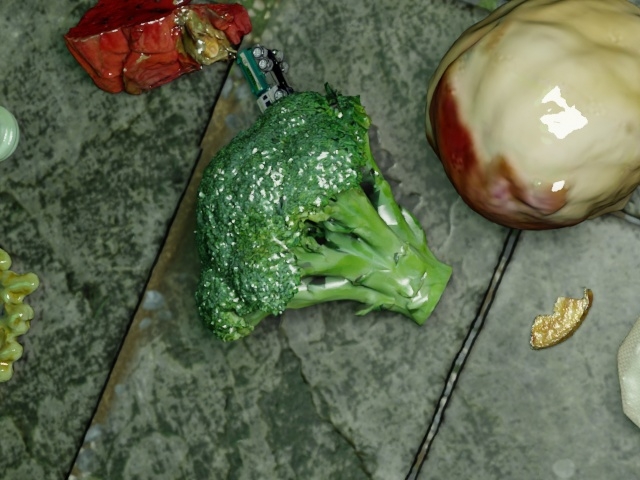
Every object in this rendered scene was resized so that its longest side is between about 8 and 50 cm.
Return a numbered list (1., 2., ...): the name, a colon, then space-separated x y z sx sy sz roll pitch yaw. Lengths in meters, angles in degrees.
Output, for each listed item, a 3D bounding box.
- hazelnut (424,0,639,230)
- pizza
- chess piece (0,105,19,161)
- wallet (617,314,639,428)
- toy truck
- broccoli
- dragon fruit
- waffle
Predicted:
1. hazelnut: 0.225 -0.114 1.405 0.261 0.261 0.241 -32 108 12
2. pizza: 0.235 0.077 1.469 0.083 0.016 0.037 -45 75 12
3. chess piece: -0.380 -0.123 1.637 0.067 0.103 0.067 -2 84 18
4. wallet: 0.438 0.101 1.375 0.274 0.068 0.335 33 96 16
5. toy truck: -0.055 -0.168 1.575 0.044 0.039 0.083 -33 73 29
6. broccoli: 0.000 0.000 1.461 0.269 0.254 0.269 3 118 5
7. dragon fruit: -0.164 -0.214 1.612 0.192 0.122 0.092 -8 121 13
8. waffle: -0.418 0.093 1.652 0.204 0.054 0.223 32 93 18
